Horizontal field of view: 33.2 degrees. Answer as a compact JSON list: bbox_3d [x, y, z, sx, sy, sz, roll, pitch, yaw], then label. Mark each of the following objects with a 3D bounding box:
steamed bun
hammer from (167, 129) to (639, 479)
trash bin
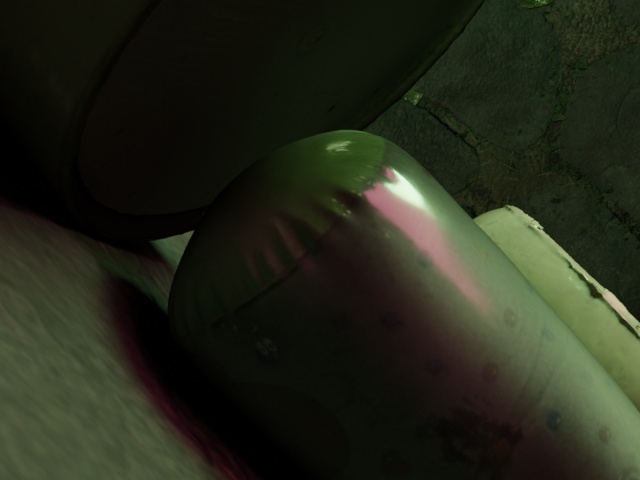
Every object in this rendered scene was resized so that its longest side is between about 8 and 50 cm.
[{"bbox_3d":[0.279,0.143,1.364,0.374,0.241,0.374,46,8,-9],"label":"steamed bun"},{"bbox_3d":[0.014,0.038,0.529,0.206,0.119,0.335,48,-3,-14],"label":"hammer"},{"bbox_3d":[-0.129,-0.239,0.490,0.432,0.280,0.280,51,4,14],"label":"trash bin"}]
